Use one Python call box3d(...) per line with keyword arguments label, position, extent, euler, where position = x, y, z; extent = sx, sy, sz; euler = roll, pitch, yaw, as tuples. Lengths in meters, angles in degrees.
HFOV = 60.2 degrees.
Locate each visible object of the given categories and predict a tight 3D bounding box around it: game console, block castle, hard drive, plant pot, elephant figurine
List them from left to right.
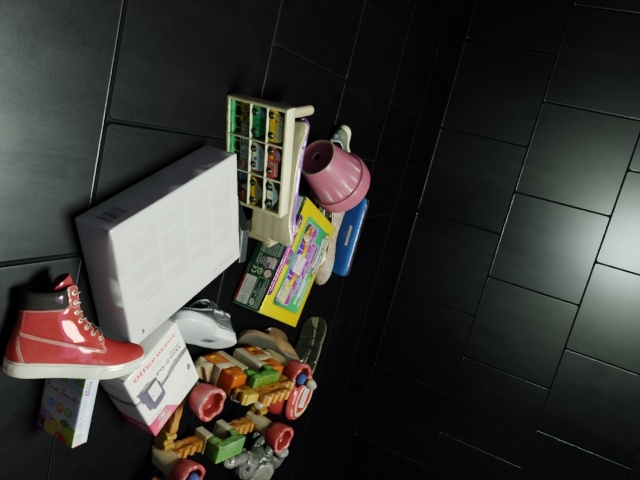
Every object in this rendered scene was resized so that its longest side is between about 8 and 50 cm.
box3d(label="hard drive", position=(-0.206, -0.020, 1.394), extent=(0.022, 0.094, 0.135), euler=(-10, 146, -19))
box3d(label="block castle", position=(-0.219, 0.483, 1.526), extent=(0.453, 0.212, 0.303), euler=(3, 106, -55))
box3d(label="elephant figurine", position=(-0.243, 0.783, 1.938), extent=(0.239, 0.186, 0.169), euler=(-31, 179, -44))
box3d(label="plant pot", position=(-0.131, 0.517, 1.927), extent=(0.191, 0.174, 0.191), euler=(-45, 144, -46))
box3d(label="plant pot", position=(0.030, -0.213, 1.728), extent=(0.180, 0.201, 0.202), euler=(39, 70, -50))
box3d(label="game console", position=(0.103, -0.031, 2.057), extent=(0.173, 0.250, 0.294), euler=(9, 99, -42))

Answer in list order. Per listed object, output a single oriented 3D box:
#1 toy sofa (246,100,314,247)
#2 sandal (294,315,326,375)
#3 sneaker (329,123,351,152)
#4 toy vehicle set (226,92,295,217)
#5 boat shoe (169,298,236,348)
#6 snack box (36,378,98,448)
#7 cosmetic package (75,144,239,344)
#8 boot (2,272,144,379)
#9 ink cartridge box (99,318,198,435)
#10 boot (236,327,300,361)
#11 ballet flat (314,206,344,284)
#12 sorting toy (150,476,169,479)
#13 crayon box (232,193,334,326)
box3d(label="toy sofa", position=(-0.097, -0.172, 1.451), extent=(0.150, 0.177, 0.363), euler=(-32, 135, -58))
box3d(label="sandal", position=(-0.057, 0.438, 2.123), extent=(0.303, 0.120, 0.086), euler=(-61, 170, -26))
box3d(label="sneaker", position=(0.063, -0.298, 1.896), extent=(0.086, 0.064, 0.192), euler=(-46, 147, -33))
box3d(label="toy vehicle set", position=(-0.148, -0.202, 1.317), extent=(0.035, 0.165, 0.267), euler=(-39, 141, -53))
box3d(label="boat shoe", position=(-0.295, 0.197, 1.379), extent=(0.301, 0.108, 0.102), euler=(47, 28, -65))
box3d(label="snack box", position=(-0.471, 0.298, 1.029), extent=(0.037, 0.100, 0.141), euler=(-5, 112, -66))
box3d(label="cosmetic package", position=(-0.316, 0.000, 1.170), extent=(0.377, 0.097, 0.285), euler=(-45, 145, -49))
box3d(label="boot", position=(-0.417, 0.151, 0.989), extent=(0.244, 0.088, 0.177), euler=(12, 94, -44))
box3d(label="ink cartridge box", position=(-0.384, 0.295, 1.236), extent=(0.172, 0.100, 0.237), euler=(-55, 153, -37))
box3d(label="boot", position=(-0.181, 0.332, 1.791), extent=(0.112, 0.115, 0.305), euler=(-31, 144, 12))
box3d(label="ballet flat", position=(0.000, 0.000, 1.952), extent=(0.106, 0.107, 0.316), euler=(9, 94, -49))
box3d(label="sorting toy", position=(-0.442, 0.696, 1.470), extent=(0.132, 0.046, 0.275), euler=(-32, 147, -58))
box3d(label="crayon box", position=(-0.101, 0.066, 1.725), extent=(0.363, 0.106, 0.313), euler=(-68, 159, -9))
